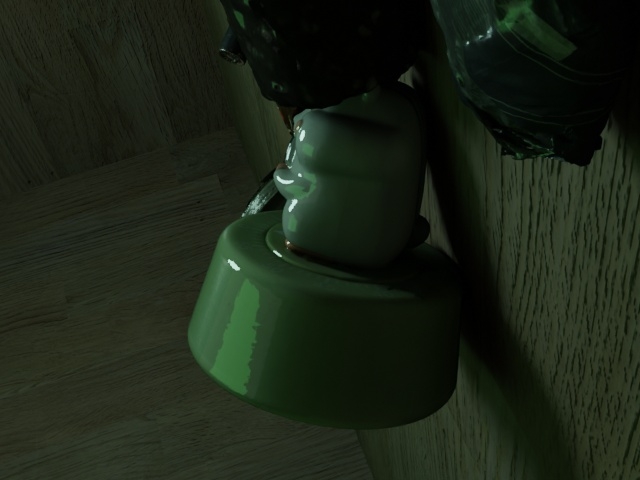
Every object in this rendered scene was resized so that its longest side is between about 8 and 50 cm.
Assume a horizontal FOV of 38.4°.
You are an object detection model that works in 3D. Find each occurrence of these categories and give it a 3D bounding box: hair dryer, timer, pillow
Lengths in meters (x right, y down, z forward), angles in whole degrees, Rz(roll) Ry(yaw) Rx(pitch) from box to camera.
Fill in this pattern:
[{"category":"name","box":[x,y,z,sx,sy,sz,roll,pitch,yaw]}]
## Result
[{"category":"hair dryer","box":[-0.051,-0.315,1.406,0.050,0.173,0.194,16,169,46]},{"category":"timer","box":[0.026,-0.015,0.935,0.291,0.290,0.316,-122,39,-64]},{"category":"pillow","box":[0.084,-0.195,0.467,0.161,0.092,0.335,-115,7,-82]}]

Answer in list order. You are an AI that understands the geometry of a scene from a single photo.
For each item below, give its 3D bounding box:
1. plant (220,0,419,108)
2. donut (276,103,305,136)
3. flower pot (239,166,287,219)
[{"category":"plant","box":[-0.018,-0.287,0.792,0.181,0.194,0.321,36,150,58]},{"category":"donut","box":[-0.033,-0.267,1.226,0.269,0.103,0.270,160,90,-84]},{"category":"flower pot","box":[0.000,0.000,1.340,0.140,0.235,0.236,39,156,31]}]
